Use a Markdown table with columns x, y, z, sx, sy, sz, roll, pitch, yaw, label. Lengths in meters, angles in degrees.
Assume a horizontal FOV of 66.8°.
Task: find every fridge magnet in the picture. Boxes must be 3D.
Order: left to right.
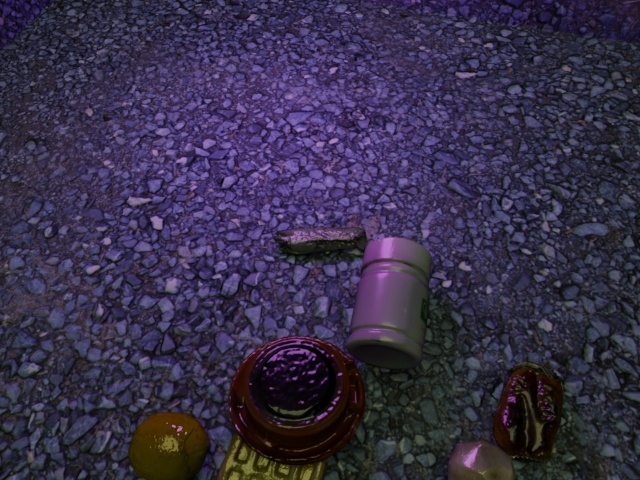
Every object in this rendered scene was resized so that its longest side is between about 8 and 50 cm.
| x | y | z | sx | sy | sz | roll | pitch | yaw | label |
| --- | --- | --- | --- | --- | --- | --- | --- | --- | --- |
| -0.062 | 0.402 | 1.285 | 0.364 | 0.155 | 0.363 | 0 | 45 | 0 | fridge magnet |

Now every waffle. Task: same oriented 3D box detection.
| x | y | z | sx | sy | sz | roll | pitch | yaw | label |
| --- | --- | --- | --- | --- | --- | --- | --- | --- | --- |
| -0.128 | 0.606 | 1.225 | 0.274 | 0.057 | 0.167 | 14 | 59 | 11 | waffle |

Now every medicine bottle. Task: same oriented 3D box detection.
| x | y | z | sx | sy | sz | roll | pitch | yaw | label |
| --- | --- | --- | --- | --- | --- | --- | --- | --- | --- |
| 0.202 | 0.180 | 1.389 | 0.212 | 0.212 | 0.325 | 8 | 59 | 8 | medicine bottle |

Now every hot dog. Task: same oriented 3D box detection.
| x | y | z | sx | sy | sz | roll | pitch | yaw | label |
| --- | --- | --- | --- | --- | --- | --- | --- | --- | --- |
| 0.551 | 0.450 | 1.276 | 0.163 | 0.081 | 0.270 | 21 | 60 | 13 | hot dog |

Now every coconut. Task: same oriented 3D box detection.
| x | y | z | sx | sy | sz | roll | pitch | yaw | label |
| --- | --- | --- | --- | --- | --- | --- | --- | --- | --- |
| 0.386 | 0.555 | 1.163 | 0.161 | 0.161 | 0.162 | 9 | 92 | 9 | coconut |

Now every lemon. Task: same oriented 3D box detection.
| x | y | z | sx | sy | sz | roll | pitch | yaw | label |
| --- | --- | --- | --- | --- | --- | --- | --- | --- | --- |
| -0.382 | 0.521 | 1.222 | 0.193 | 0.180 | 0.180 | 23 | 59 | -8 | lemon |

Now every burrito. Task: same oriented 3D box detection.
| x | y | z | sx | sy | sz | roll | pitch | yaw | label |
| --- | --- | --- | --- | --- | --- | --- | --- | --- | --- |
| 0.000 | -0.004 | 1.599 | 0.310 | 0.066 | 0.096 | -2 | 53 | 1 | burrito |
